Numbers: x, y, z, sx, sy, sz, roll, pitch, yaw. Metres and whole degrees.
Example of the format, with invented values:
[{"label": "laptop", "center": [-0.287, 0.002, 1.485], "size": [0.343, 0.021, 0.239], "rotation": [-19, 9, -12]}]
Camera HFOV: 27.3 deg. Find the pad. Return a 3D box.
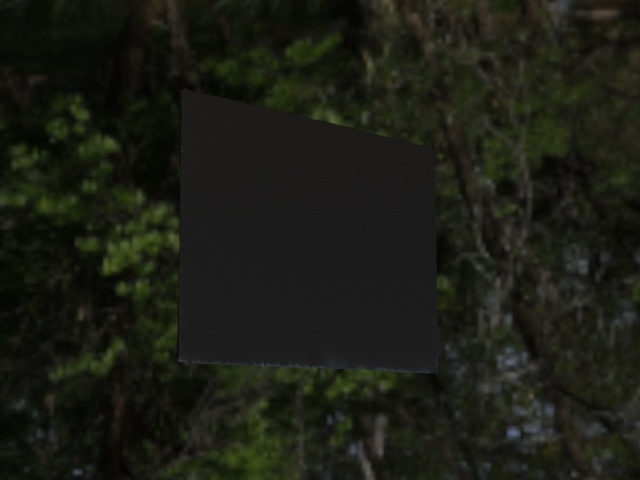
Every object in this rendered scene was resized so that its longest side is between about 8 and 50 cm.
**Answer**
[{"label": "pad", "center": [0.000, 0.000, 0.868], "size": [0.006, 0.170, 0.245], "rotation": [-7, 170, 43]}]
